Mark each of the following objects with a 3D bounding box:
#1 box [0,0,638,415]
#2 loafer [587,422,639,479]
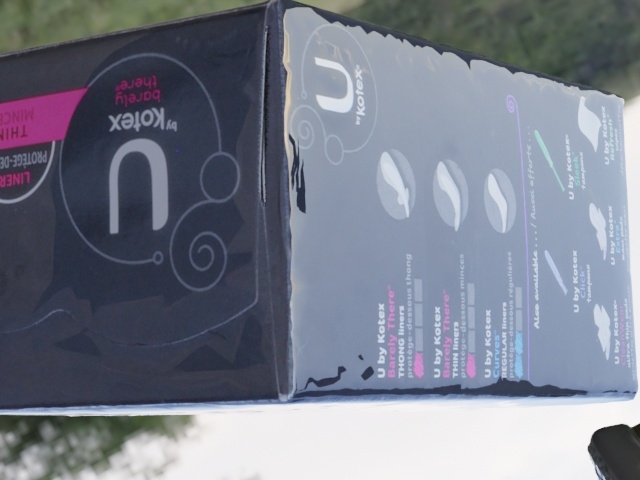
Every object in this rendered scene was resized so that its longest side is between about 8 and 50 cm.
[{"bbox_3d":[0.000,0.000,0.744,0.165,0.143,0.270,-6,173,34],"label":"box"},{"bbox_3d":[0.180,0.130,0.674,0.087,0.094,0.251,-26,-150,-1],"label":"loafer"}]
